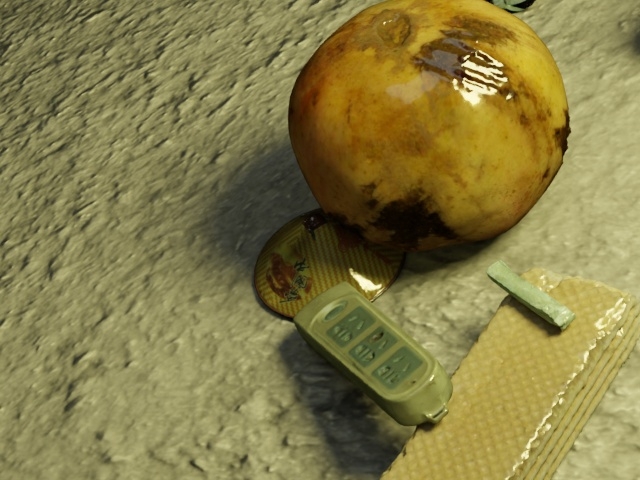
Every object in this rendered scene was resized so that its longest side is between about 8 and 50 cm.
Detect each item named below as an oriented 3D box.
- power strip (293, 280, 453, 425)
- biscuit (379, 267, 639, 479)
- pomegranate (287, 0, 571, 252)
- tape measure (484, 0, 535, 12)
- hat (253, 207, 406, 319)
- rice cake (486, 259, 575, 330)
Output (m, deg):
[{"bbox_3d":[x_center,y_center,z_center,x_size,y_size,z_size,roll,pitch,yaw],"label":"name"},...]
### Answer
[{"bbox_3d":[0.055,0.120,1.422,0.080,0.048,0.286,-39,29,-7],"label":"power strip"},{"bbox_3d":[0.167,0.199,1.333,0.144,0.078,0.426,17,55,37],"label":"biscuit"},{"bbox_3d":[0.124,-0.137,1.538,0.322,0.322,0.322,-12,44,11],"label":"pomegranate"},{"bbox_3d":[0.261,-0.357,1.868,0.094,0.054,0.091,-16,49,10],"label":"tape measure"},{"bbox_3d":[0.000,0.000,1.600,0.193,0.082,0.193,-12,43,12],"label":"hat"},{"bbox_3d":[0.217,0.056,1.386,0.022,0.021,0.121,-43,44,-8],"label":"rice cake"}]
